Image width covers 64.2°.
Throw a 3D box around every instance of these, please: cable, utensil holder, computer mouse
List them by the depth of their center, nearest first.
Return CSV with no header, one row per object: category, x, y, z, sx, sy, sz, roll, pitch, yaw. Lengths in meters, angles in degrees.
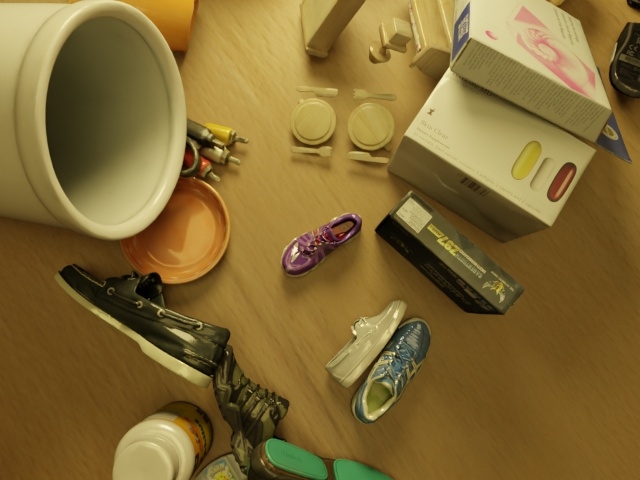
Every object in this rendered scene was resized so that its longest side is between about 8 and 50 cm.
utensil holder,-0.456,-0.186,0.769,0.385,0.327,0.328,8,83,14
cable,-0.284,-0.201,0.942,0.287,0.072,0.139,28,70,11
computer mouse,0.650,-0.354,0.977,0.184,0.060,0.262,20,71,6

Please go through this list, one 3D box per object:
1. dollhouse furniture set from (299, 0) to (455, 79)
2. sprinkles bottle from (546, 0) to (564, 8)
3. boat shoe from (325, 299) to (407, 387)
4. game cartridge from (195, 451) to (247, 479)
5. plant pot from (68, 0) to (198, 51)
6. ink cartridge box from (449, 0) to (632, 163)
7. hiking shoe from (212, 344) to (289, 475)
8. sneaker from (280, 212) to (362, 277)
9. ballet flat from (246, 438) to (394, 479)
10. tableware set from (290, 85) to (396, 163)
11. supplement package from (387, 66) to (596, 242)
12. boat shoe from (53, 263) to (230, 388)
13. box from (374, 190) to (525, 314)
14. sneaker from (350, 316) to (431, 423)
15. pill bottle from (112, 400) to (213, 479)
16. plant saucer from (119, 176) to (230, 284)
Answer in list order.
dollhouse furniture set,0.155,-0.433,0.986,0.355,0.174,0.303,5,68,-29
sprinkles bottle,0.334,-0.580,0.965,0.355,0.121,0.121,37,84,3
boat shoe,0.079,0.171,0.902,0.063,0.066,0.184,38,94,3
game cartridge,-0.173,0.408,0.888,0.083,0.017,0.056,-33,81,-5
plant pot,-0.319,-0.428,0.909,0.188,0.205,0.205,13,83,-16
ink cartridge box,0.374,-0.311,0.847,0.330,0.071,0.324,23,47,-8
hiking shoe,-0.115,0.278,0.880,0.114,0.086,0.227,-17,93,-12
sneaker,0.000,0.000,0.913,0.170,0.071,0.068,-37,85,-4
ballet flat,0.004,0.408,0.848,0.280,0.095,0.096,26,109,-14
tableware set,0.041,-0.217,0.958,0.194,0.039,0.128,7,95,6
supplement package,0.272,-0.136,0.867,0.262,0.204,0.145,32,83,3
boat shoe,-0.294,0.109,0.853,0.340,0.127,0.113,28,75,23
box,0.203,0.028,0.856,0.232,0.183,0.059,42,85,3
sneaker,0.131,0.229,0.882,0.080,0.081,0.211,31,82,4
pill bottle,-0.243,0.328,0.795,0.117,0.215,0.117,0,83,-1
plant saucer,-0.261,-0.020,0.928,0.200,0.037,0.200,0,84,-2
